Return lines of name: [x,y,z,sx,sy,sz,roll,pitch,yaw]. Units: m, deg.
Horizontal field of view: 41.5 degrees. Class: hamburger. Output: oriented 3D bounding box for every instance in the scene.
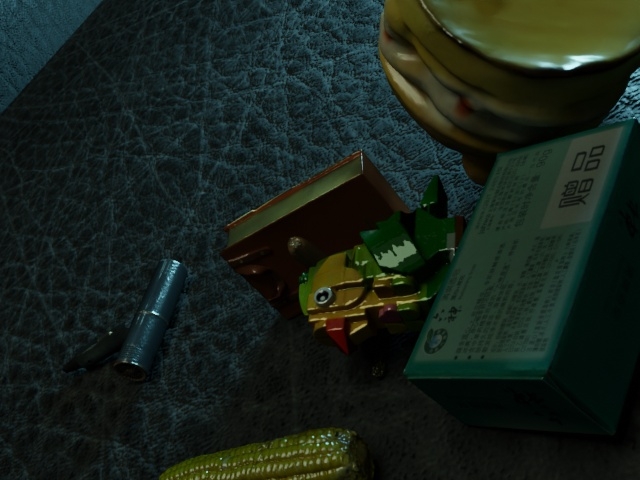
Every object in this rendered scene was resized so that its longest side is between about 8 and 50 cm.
hamburger: [0.185,-0.202,0.845,0.276,0.237,0.276,1,63,-2]

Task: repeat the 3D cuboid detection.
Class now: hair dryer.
hair dryer: [-0.274,0.122,1.147,0.195,0.050,0.173,-20,37,36]

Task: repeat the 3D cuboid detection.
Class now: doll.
doll: [0.067,0.032,0.813,0.186,0.106,0.134,-31,47,1]

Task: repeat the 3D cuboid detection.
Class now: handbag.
handbag: [0.000,0.000,0.914,0.190,0.127,0.063,-27,35,23]

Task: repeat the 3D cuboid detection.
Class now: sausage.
sausage: [0.008,0.032,0.881,0.026,0.116,0.026,-29,40,28]

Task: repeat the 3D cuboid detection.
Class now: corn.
corn: [-0.058,0.220,0.774,0.231,0.080,0.080,-25,38,26]

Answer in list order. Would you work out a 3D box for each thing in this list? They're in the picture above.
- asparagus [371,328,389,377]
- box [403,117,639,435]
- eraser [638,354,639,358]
asparagus: [0.066,0.083,0.852,0.015,0.018,0.127,11,54,4]
box: [0.188,0.030,0.697,0.153,0.092,0.245,-10,46,52]
eraser: [0.267,0.076,0.646,0.099,0.019,0.027,-14,42,41]
